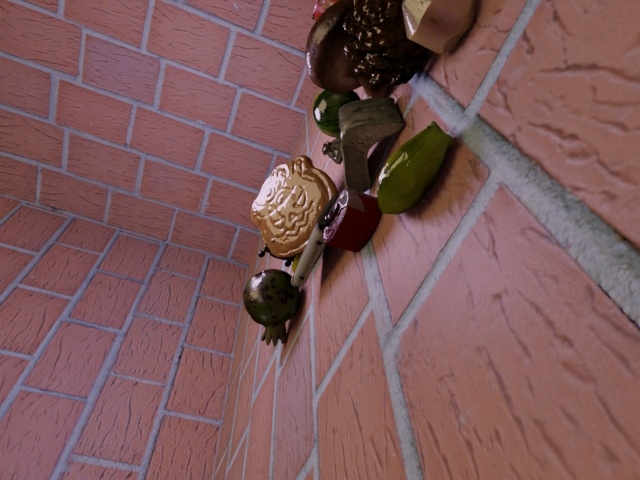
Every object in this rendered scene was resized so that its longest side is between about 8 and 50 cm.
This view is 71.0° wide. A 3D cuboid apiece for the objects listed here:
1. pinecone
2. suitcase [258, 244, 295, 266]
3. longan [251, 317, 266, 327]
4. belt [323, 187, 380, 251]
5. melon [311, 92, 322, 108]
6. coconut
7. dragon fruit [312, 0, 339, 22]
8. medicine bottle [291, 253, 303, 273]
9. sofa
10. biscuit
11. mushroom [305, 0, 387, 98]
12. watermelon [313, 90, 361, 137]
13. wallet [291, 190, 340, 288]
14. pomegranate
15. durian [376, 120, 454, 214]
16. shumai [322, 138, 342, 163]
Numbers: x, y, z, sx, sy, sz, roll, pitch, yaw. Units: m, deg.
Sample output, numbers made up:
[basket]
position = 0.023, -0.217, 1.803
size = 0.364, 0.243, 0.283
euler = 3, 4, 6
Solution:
[pinecone]
position = 0.184, -0.523, 1.189
size = 0.243, 0.257, 0.244
euler = -14, 57, 23
[suitcase]
position = -0.123, -0.080, 1.927
size = 0.229, 0.152, 0.335
euler = -50, -19, -78
[longan]
position = -0.232, 0.296, 1.989
size = 0.189, 0.189, 0.189
euler = -163, 90, -77
[belt]
position = 0.077, -0.057, 1.243
size = 0.201, 0.124, 0.128
euler = 122, 159, -50
[melon]
position = 0.084, -0.733, 2.140
size = 0.169, 0.129, 0.265
euler = 23, 92, 55
[coconut]
position = 0.258, -0.515, 1.014
size = 0.147, 0.152, 0.147
euler = -161, 90, -75
[dragon fruit]
position = 0.153, -0.979, 1.823
size = 0.371, 0.249, 0.386
euler = -49, -12, -27
[medicine bottle]
position = -0.050, 0.015, 1.810
size = 0.095, 0.064, 0.261
euler = -94, 25, -71
[sofa]
position = 0.149, -0.287, 1.344
size = 0.210, 0.175, 0.226
euler = -91, -6, -54
[biscuit]
position = -0.109, -0.129, 1.730
size = 0.385, 0.062, 0.365
euler = -47, 60, 23
[mushroom]
position = 0.108, -0.610, 1.395
size = 0.239, 0.345, 0.345
euler = 36, 115, 31
[watermelon]
position = 0.080, -0.478, 1.658
size = 0.188, 0.214, 0.188
euler = -22, -90, -90
[wallet]
position = 0.000, 0.000, 1.498
size = 0.223, 0.077, 0.310
euler = -61, -1, -41
[pomegranate]
position = -0.189, 0.265, 1.765
size = 0.242, 0.242, 0.306
euler = 151, 114, -72
[durian]
position = 0.188, -0.134, 0.949
size = 0.139, 0.101, 0.250
euler = -33, -22, -48
[shumai]
position = 0.054, -0.381, 1.843
size = 0.099, 0.087, 0.124
euler = 126, 159, -58
